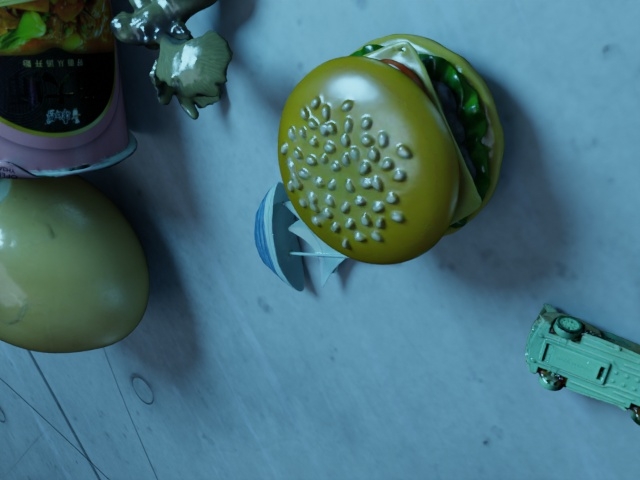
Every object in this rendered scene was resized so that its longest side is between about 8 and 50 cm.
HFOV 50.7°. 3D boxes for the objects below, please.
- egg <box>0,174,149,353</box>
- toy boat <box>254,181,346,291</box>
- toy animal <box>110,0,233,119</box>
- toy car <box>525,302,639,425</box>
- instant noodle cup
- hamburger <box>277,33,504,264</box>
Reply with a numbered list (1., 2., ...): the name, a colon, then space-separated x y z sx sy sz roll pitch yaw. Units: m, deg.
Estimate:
1. egg: -0.305 0.025 0.766 0.244 0.201 0.201 33 132 5
2. toy boat: -0.008 -0.009 0.609 0.149 0.034 0.105 -22 100 45
3. toy animal: -0.111 -0.216 0.545 0.186 0.094 0.214 48 127 -2
4. toy car: 0.208 0.090 0.482 0.122 0.035 0.059 18 124 22
5. instant noodle cup: -0.291 -0.208 0.624 0.244 0.244 0.255 21 118 30
6. hamburger: 0.046 -0.064 0.477 0.162 0.115 0.162 19 123 33
